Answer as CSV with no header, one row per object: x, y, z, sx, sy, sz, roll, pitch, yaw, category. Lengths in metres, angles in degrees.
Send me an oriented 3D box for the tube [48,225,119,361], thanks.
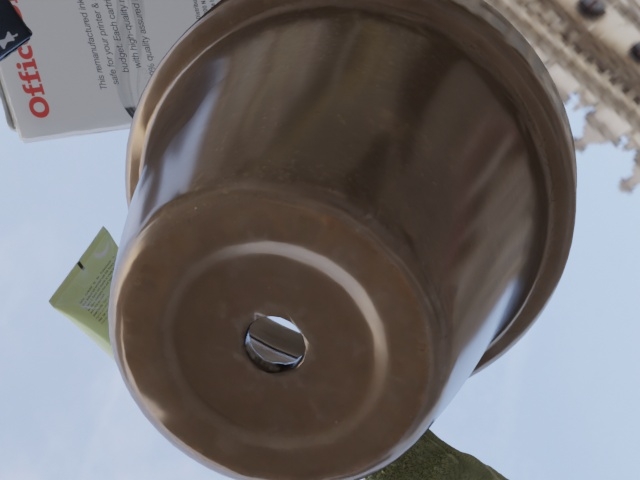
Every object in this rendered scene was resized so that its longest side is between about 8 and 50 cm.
-0.175,0.097,1.050,0.240,0.062,0.070,58,-172,-40,tube

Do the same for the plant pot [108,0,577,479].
0.000,0.000,0.545,0.263,0.263,0.229,41,-156,-5,plant pot

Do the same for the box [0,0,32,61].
-0.252,-0.177,0.435,0.103,0.261,0.184,-43,-112,-10,box

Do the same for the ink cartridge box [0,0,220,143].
-0.132,-0.204,0.869,0.273,0.197,0.114,-7,-155,7,ink cartridge box

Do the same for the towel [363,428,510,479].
0.052,0.176,0.595,0.110,0.027,0.148,26,-127,27,towel
